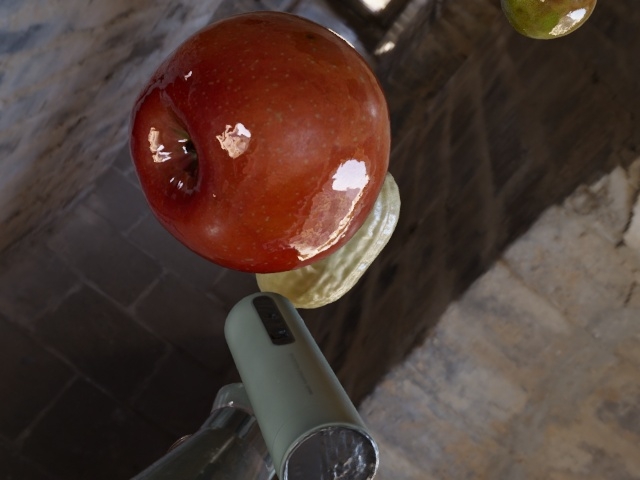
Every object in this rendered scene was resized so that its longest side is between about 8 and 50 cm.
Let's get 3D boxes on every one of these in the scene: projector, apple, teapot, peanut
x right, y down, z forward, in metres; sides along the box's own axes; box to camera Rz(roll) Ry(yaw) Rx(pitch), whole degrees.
[{"bbox_3d":[-0.034,0.173,0.975,0.108,0.108,0.337,29,9,-24],"label":"projector"},{"bbox_3d":[-0.064,-0.099,0.830,0.217,0.260,0.260,-17,58,-41],"label":"apple"},{"bbox_3d":[0.211,-0.233,0.768,0.090,0.089,0.074,27,-5,-28],"label":"apple"},{"bbox_3d":[-0.211,0.444,1.493,0.344,0.300,0.253,-48,119,-48],"label":"teapot"},{"bbox_3d":[0.004,0.004,1.392,0.174,0.340,0.158,38,25,9],"label":"peanut"}]
